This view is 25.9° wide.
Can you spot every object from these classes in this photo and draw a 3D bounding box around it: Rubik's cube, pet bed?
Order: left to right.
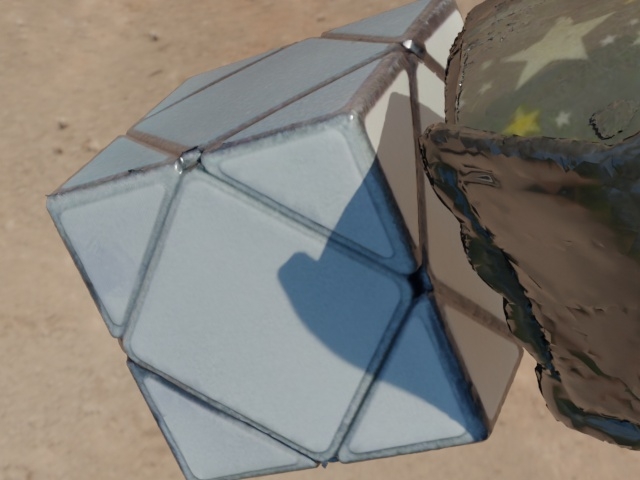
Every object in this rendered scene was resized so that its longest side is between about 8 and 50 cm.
[{"bbox_3d":[0.000,0.000,0.833,0.205,0.205,0.207,-13,112,27],"label":"Rubik's cube"},{"bbox_3d":[0.162,-0.008,0.613,0.183,0.159,0.211,-15,127,23],"label":"pet bed"}]
